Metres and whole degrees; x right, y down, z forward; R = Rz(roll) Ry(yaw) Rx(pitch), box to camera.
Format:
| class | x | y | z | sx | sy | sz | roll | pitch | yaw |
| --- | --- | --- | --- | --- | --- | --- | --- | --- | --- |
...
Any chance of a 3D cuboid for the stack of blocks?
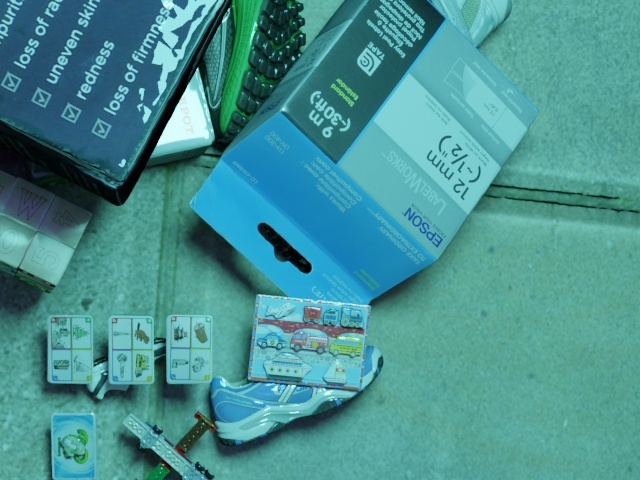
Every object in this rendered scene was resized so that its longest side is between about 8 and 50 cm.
| class | x | y | z | sx | sy | sz | roll | pitch | yaw |
| --- | --- | --- | --- | --- | --- | --- | --- | --- | --- |
| stack of blocks | -0.400 | -0.048 | 1.473 | 0.297 | 0.171 | 0.087 | 26 | 80 | -10 |

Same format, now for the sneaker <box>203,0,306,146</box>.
| class | x | y | z | sx | sy | sz | roll | pitch | yaw |
| --- | --- | --- | --- | --- | --- | --- | --- | --- | --- |
| sneaker | -0.100 | -0.280 | 1.605 | 0.146 | 0.134 | 0.343 | 4 | 91 | 24 |

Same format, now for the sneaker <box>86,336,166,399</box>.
| class | x | y | z | sx | sy | sz | roll | pitch | yaw |
| --- | --- | --- | --- | --- | --- | --- | --- | --- | --- |
| sneaker | -0.215 | 0.143 | 1.569 | 0.109 | 0.040 | 0.043 | -23 | 100 | -8 |

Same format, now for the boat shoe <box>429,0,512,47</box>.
| class | x | y | z | sx | sy | sz | roll | pitch | yaw |
| --- | --- | --- | --- | --- | --- | --- | --- | --- | --- |
| boat shoe | 0.087 | -0.350 | 1.643 | 0.320 | 0.118 | 0.103 | 45 | 73 | -12 |

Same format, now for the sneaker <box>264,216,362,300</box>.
| class | x | y | z | sx | sy | sz | roll | pitch | yaw |
| --- | --- | --- | --- | --- | --- | --- | --- | --- | --- |
| sneaker | 0.000 | 0.000 | 1.624 | 0.162 | 0.063 | 0.073 | 46 | 67 | -14 |

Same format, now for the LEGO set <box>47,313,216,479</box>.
| class | x | y | z | sx | sy | sz | roll | pitch | yaw |
| --- | --- | --- | --- | --- | --- | --- | --- | --- | --- |
| LEGO set | -0.207 | 0.200 | 1.546 | 0.182 | 0.060 | 0.244 | 0 | 96 | 0 |

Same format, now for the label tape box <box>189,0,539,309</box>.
| class | x | y | z | sx | sy | sz | roll | pitch | yaw |
| --- | --- | --- | --- | --- | --- | --- | --- | --- | --- |
| label tape box | 0.055 | -0.095 | 1.565 | 0.249 | 0.115 | 0.347 | 43 | 65 | -16 |

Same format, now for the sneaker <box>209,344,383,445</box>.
| class | x | y | z | sx | sy | sz | roll | pitch | yaw |
| --- | --- | --- | --- | --- | --- | --- | --- | --- | --- |
| sneaker | -0.027 | 0.160 | 1.585 | 0.211 | 0.080 | 0.081 | -22 | 93 | -15 |

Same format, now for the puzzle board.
| class | x | y | z | sx | sy | sz | roll | pitch | yaw |
| --- | --- | --- | --- | --- | --- | --- | --- | --- | --- |
| puzzle board | -0.012 | 0.113 | 1.545 | 0.128 | 0.011 | 0.096 | 6 | 94 | -3 |

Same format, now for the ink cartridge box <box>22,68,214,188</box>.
| class | x | y | z | sx | sy | sz | roll | pitch | yaw |
| --- | --- | --- | --- | --- | --- | --- | --- | --- | --- |
| ink cartridge box | -0.239 | -0.152 | 1.562 | 0.208 | 0.087 | 0.153 | -12 | 87 | -13 |

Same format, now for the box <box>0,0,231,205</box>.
| class | x | y | z | sx | sy | sz | roll | pitch | yaw |
| --- | --- | --- | --- | --- | --- | --- | --- | --- | --- |
| box | -0.290 | -0.352 | 1.341 | 0.472 | 0.297 | 0.480 | 28 | 84 | -6 |
